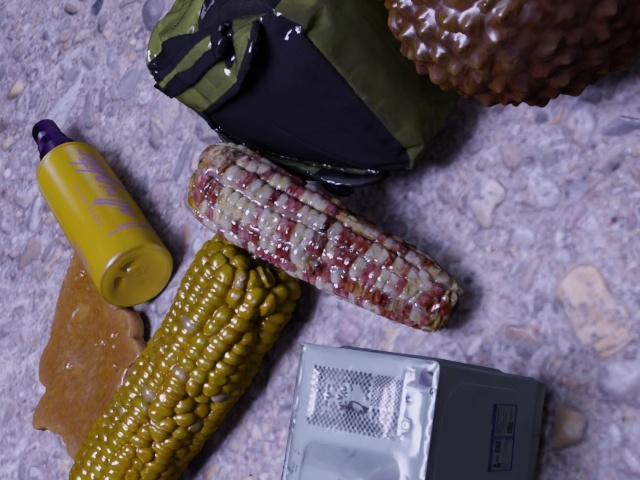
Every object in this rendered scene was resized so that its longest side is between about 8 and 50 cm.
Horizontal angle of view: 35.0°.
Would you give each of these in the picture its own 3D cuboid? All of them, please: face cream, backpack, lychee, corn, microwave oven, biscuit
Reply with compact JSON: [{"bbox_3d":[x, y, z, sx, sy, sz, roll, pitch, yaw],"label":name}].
[{"bbox_3d":[-0.242,-0.044,1.057,0.078,0.078,0.273,-52,49,14],"label":"face cream"},{"bbox_3d":[-0.029,-0.134,0.828,0.253,0.207,0.140,3,56,50],"label":"backpack"},{"bbox_3d":[0.153,-0.200,0.704,0.238,0.200,0.200,-47,50,2],"label":"lychee"},{"bbox_3d":[0.000,0.000,0.796,0.237,0.079,0.080,29,95,12],"label":"corn"},{"bbox_3d":[-0.124,0.131,0.885,0.102,0.102,0.313,46,109,40],"label":"corn"},{"bbox_3d":[0.052,0.181,0.676,0.122,0.162,0.208,2,80,41],"label":"microwave oven"},{"bbox_3d":[-0.229,0.119,1.017,0.162,0.035,0.250,-23,61,27],"label":"biscuit"}]
